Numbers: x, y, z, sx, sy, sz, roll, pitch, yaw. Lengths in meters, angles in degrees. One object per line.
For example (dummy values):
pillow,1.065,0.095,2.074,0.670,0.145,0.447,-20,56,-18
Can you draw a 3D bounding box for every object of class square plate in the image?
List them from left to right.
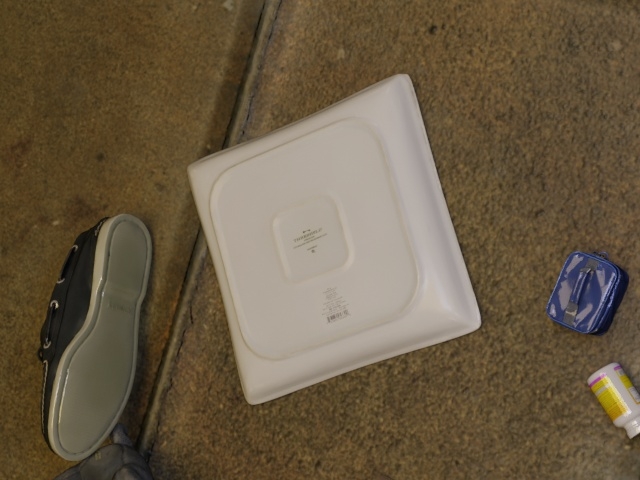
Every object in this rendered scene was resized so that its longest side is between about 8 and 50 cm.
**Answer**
square plate,0.000,0.000,1.768,0.347,0.049,0.344,-21,75,24

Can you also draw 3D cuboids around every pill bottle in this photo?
pill bottle,0.343,0.184,1.577,0.043,0.043,0.083,-37,69,19

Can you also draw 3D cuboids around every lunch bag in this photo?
lunch bag,0.309,0.058,1.595,0.067,0.065,0.098,23,96,27

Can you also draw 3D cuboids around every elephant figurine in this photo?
elephant figurine,-0.260,0.402,1.813,0.169,0.186,0.239,21,137,56

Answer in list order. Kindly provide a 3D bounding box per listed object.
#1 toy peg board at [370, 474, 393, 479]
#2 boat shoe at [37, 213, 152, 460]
toy peg board,0.084,0.372,1.635,0.161,0.160,0.079,29,114,26
boat shoe,-0.323,0.128,1.860,0.113,0.127,0.340,-5,70,38
